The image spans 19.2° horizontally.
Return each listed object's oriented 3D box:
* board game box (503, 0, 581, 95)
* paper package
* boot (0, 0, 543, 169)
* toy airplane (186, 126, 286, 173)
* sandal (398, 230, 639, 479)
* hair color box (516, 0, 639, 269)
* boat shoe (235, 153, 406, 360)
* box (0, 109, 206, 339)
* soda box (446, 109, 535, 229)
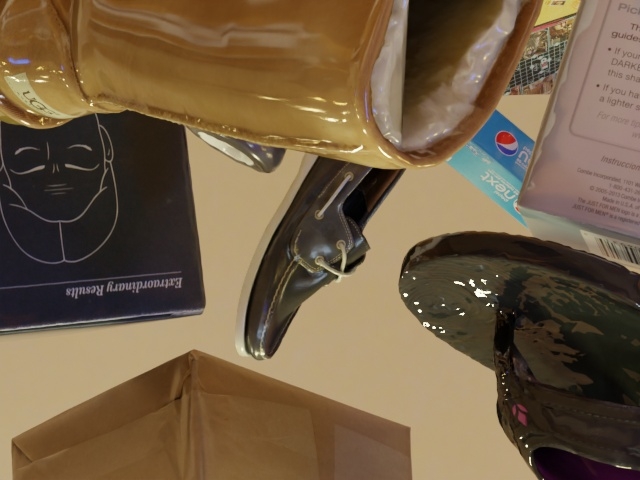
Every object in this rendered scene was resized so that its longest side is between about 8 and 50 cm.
[{"bbox_3d":[0.189,-0.227,1.910,0.165,0.042,0.243,-2,152,-15],"label":"board game box"},{"bbox_3d":[-0.109,0.267,1.939,0.325,0.168,0.309,23,144,-39],"label":"paper package"},{"bbox_3d":[-0.012,-0.135,0.738,0.089,0.236,0.269,32,164,-37],"label":"boot"},{"bbox_3d":[-0.169,-0.199,0.970,0.384,0.386,0.272,-17,163,7],"label":"toy airplane"},{"bbox_3d":[0.234,0.140,1.270,0.167,0.446,0.107,-28,-147,50],"label":"sandal"},{"bbox_3d":[0.289,-0.162,1.366,0.185,0.374,0.113,16,171,17],"label":"hair color box"},{"bbox_3d":[0.000,0.000,1.588,0.079,0.233,0.084,26,173,20],"label":"boat shoe"},{"bbox_3d":[-0.302,-0.103,1.791,0.293,0.395,0.212,-4,175,-33],"label":"box"},{"bbox_3d":[0.251,-0.088,2.437,0.067,0.210,0.071,-36,-161,52],"label":"soda box"}]
